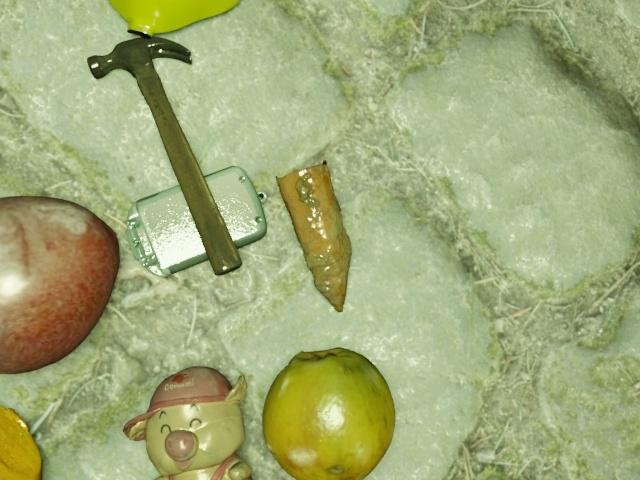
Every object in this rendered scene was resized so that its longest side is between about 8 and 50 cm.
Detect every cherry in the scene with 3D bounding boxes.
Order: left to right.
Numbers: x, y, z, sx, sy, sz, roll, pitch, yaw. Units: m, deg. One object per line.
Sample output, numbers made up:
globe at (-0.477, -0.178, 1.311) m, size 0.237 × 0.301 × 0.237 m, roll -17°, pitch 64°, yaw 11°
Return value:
cherry at (-0.436, 0.055, 0.868) m, size 0.307 × 0.221 × 0.261 m, roll -32°, pitch 88°, yaw -32°

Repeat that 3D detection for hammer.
hammer at (-0.236, -0.145, 0.972) m, size 0.168 × 0.044 × 0.439 m, roll -22°, pitch 79°, yaw -10°

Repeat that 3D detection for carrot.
carrot at (0.000, 0.000, 1.015) m, size 0.102 × 0.102 × 0.263 m, roll -15°, pitch 93°, yaw -10°

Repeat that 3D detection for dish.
dish at (-0.255, -0.481, 0.986) m, size 0.262 × 0.108 × 0.221 m, roll -36°, pitch 84°, yaw -17°

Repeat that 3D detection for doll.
doll at (-0.195, 0.329, 0.914) m, size 0.196 × 0.152 × 0.255 m, roll -10°, pitch 82°, yaw -23°

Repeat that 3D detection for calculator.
calculator at (-0.205, -0.034, 0.998) m, size 0.246 × 0.045 × 0.141 m, roll -23°, pitch 88°, yaw -10°

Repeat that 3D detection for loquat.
loquat at (0.017, 0.298, 0.927) m, size 0.214 × 0.213 × 0.246 m, roll -5°, pitch 86°, yaw -9°

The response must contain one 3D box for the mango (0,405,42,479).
mango at (-0.548, 0.324, 0.857) m, size 0.191 × 0.160 × 0.290 m, roll -38°, pitch 87°, yaw -2°
